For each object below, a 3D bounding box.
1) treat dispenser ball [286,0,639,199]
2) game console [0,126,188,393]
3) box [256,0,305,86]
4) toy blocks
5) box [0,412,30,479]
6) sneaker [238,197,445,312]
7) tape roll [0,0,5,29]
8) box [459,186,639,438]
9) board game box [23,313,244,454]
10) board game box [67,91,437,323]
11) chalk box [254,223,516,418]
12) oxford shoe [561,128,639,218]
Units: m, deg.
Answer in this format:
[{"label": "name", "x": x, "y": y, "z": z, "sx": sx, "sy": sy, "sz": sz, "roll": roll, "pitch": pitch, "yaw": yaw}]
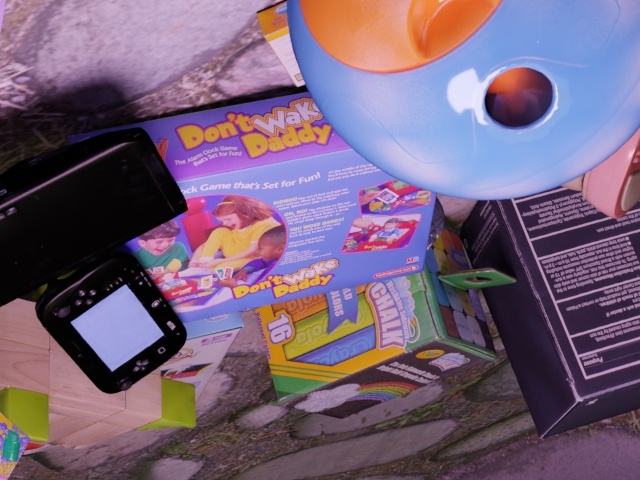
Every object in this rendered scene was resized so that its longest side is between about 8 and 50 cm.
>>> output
[{"label": "treat dispenser ball", "x": 0.120, "y": -0.172, "z": 1.174, "sx": 0.288, "sy": 0.288, "sz": 0.288, "roll": -18, "pitch": 160, "yaw": -7}, {"label": "game console", "x": -0.201, "y": 0.033, "z": 1.466, "sx": 0.213, "sy": 0.044, "sz": 0.361, "roll": -27, "pitch": 148, "yaw": -1}, {"label": "box", "x": 0.000, "y": -0.180, "z": 1.429, "sx": 0.081, "sy": 0.028, "sz": 0.136, "roll": -22, "pitch": 163, "yaw": 5}, {"label": "toy blocks", "x": -0.362, "y": 0.153, "z": 1.711, "sx": 0.381, "sy": 0.190, "sz": 0.261, "roll": 17, "pitch": 149, "yaw": -40}, {"label": "box", "x": -0.471, "y": 0.181, "z": 1.419, "sx": 0.279, "sy": 0.177, "sz": 0.290, "roll": -24, "pitch": 119, "yaw": 40}, {"label": "sneaker", "x": 0.000, "y": 0.000, "z": 1.829, "sx": 0.283, "sy": 0.110, "sz": 0.122, "roll": -16, "pitch": 178, "yaw": -4}, {"label": "tape roll", "x": -0.264, "y": -0.168, "z": 0.964, "sx": 0.080, "sy": 0.189, "sz": 0.189, "roll": -5, "pitch": 155, "yaw": -38}, {"label": "box", "x": 0.369, "y": 0.054, "z": 2.002, "sx": 0.296, "sy": 0.294, "sz": 0.183, "roll": -14, "pitch": 159, "yaw": -15}, {"label": "board game box", "x": -0.250, "y": 0.165, "z": 2.029, "sx": 0.242, "sy": 0.064, "sz": 0.316, "roll": -11, "pitch": 158, "yaw": -23}, {"label": "board game box", "x": -0.061, "y": -0.031, "z": 1.571, "sx": 0.347, "sy": 0.078, "sz": 0.233, "roll": -11, "pitch": 145, "yaw": -13}, {"label": "chalk box", "x": 0.088, "y": 0.077, "z": 1.937, "sx": 0.289, "sy": 0.179, "sz": 0.180, "roll": -24, "pitch": 159, "yaw": 20}, {"label": "oxford shoe", "x": 0.244, "y": -0.213, "z": 1.321, "sx": 0.140, "sy": 0.146, "sz": 0.397, "roll": -28, "pitch": 139, "yaw": -52}]
